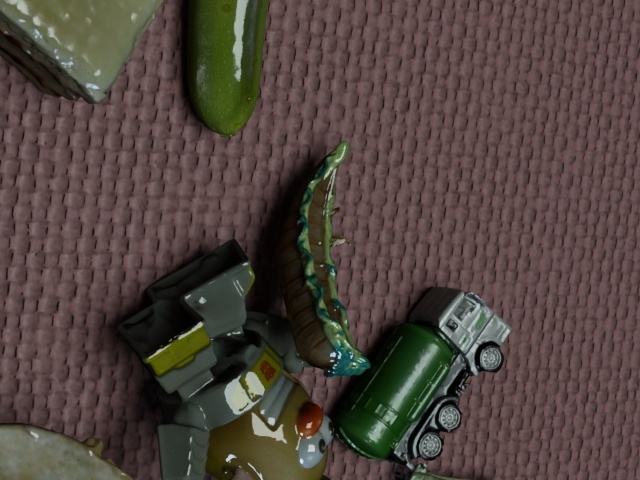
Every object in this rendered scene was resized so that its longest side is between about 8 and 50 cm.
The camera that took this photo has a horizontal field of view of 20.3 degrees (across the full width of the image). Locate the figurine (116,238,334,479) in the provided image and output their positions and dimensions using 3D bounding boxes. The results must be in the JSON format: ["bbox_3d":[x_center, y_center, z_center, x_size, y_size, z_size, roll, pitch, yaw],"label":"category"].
[{"bbox_3d":[-0.092,0.173,1.971,0.342,0.167,0.285,-40,116,-30],"label":"figurine"}]

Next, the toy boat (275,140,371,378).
[{"bbox_3d":[0.000,0.023,2.015,0.108,0.099,0.293,50,30,-55],"label":"toy boat"}]

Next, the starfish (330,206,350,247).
[{"bbox_3d":[0.000,0.000,2.102,0.078,0.028,0.091,30,78,-32],"label":"starfish"}]

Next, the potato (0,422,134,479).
[{"bbox_3d":[-0.261,0.292,1.854,0.211,0.189,0.264,-31,85,-8],"label":"potato"}]

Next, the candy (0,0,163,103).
[{"bbox_3d":[-0.301,-0.298,1.755,0.321,0.135,0.179,43,70,-35],"label":"candy"}]

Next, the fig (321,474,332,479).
[{"bbox_3d":[-0.026,0.376,2.066,0.203,0.203,0.225,33,39,-36],"label":"fig"}]

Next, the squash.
[{"bbox_3d":[-0.098,-0.282,1.944,0.094,0.094,0.340,1,100,-38],"label":"squash"}]

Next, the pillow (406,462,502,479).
[{"bbox_3d":[0.148,0.435,2.260,0.185,0.075,0.302,13,91,-40],"label":"pillow"}]

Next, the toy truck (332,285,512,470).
[{"bbox_3d":[0.120,0.168,2.181,0.125,0.101,0.242,43,74,-22],"label":"toy truck"}]
